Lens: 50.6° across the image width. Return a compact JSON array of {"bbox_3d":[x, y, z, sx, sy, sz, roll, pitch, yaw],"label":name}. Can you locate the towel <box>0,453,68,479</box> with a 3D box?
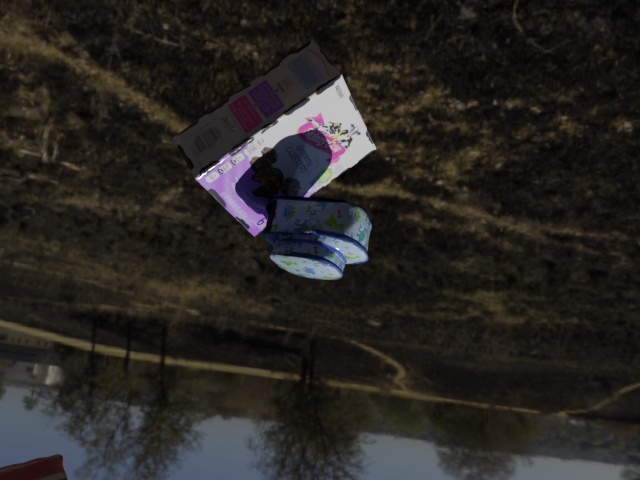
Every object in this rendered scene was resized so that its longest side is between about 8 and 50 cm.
[{"bbox_3d":[-0.277,0.291,0.578,0.144,0.197,0.029,-14,142,-20],"label":"towel"}]

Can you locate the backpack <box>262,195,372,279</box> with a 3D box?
[{"bbox_3d":[0.000,0.000,0.796,0.114,0.084,0.105,0,160,20],"label":"backpack"}]

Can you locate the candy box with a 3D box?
[{"bbox_3d":[-0.047,-0.115,0.807,0.196,0.070,0.165,-35,150,2],"label":"candy box"}]
